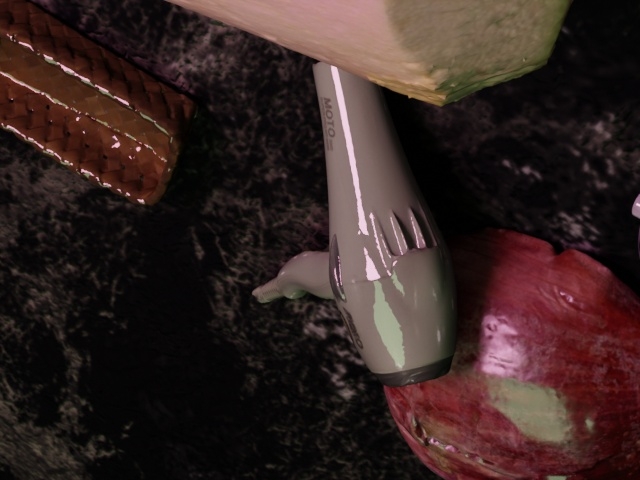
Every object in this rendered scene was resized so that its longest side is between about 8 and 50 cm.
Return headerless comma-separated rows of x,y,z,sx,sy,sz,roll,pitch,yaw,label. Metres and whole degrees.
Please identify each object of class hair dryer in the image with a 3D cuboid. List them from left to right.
0.004,-0.031,1.265,0.267,0.092,0.229,25,124,56,hair dryer

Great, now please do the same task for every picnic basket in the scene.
-0.186,-0.109,1.326,0.193,0.055,0.110,30,141,2,picnic basket

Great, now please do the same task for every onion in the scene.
0.171,0.113,1.277,0.283,0.120,0.227,4,128,27,onion

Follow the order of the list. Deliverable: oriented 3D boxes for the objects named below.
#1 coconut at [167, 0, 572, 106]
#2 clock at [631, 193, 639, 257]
0.009,-0.242,0.891,0.309,0.297,0.297,20,139,6,coconut
0.309,0.026,1.084,0.254,0.189,0.189,27,140,17,clock
